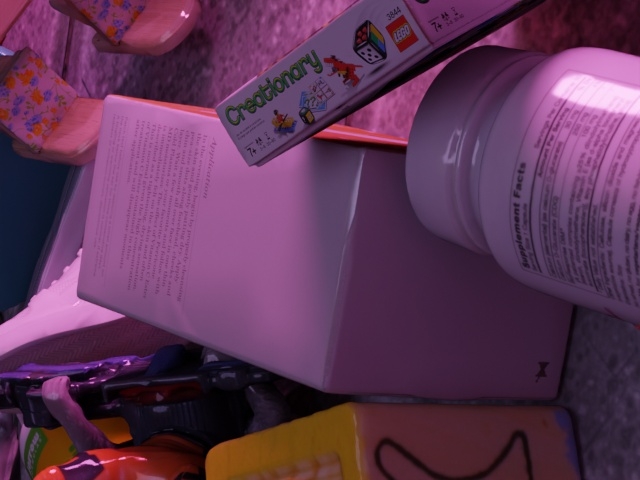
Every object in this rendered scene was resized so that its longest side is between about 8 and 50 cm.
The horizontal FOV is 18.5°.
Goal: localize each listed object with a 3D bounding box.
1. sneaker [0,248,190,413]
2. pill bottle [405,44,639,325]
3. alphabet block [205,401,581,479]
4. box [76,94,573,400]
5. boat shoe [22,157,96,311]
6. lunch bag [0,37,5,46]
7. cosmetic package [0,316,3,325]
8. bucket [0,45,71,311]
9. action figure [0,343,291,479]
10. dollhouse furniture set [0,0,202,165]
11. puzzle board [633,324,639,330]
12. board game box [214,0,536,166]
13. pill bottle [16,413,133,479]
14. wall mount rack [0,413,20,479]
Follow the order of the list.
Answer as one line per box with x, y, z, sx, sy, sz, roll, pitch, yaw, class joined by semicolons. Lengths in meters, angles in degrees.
-0.190;0.030;1.735;0.292;0.108;0.169;-25;51;4;sneaker
0.199;-0.030;1.197;0.283;0.160;0.160;20;102;42;pill bottle
0.056;0.221;1.379;0.193;0.197;0.192;-26;65;50;alphabet block
0.000;0.000;1.463;0.345;0.215;0.168;16;99;53;box
-0.217;0.029;1.855;0.109;0.094;0.302;-98;27;-60;boat shoe
-0.429;-0.229;2.127;0.293;0.120;0.258;44;121;60;lunch bag
-0.403;0.071;2.106;0.060;0.099;0.239;-52;48;38;cosmetic package
-0.365;-0.067;1.933;0.183;0.281;0.281;35;114;48;bucket
-0.163;0.190;1.575;0.341;0.330;0.178;-4;112;29;action figure
-0.225;-0.316;1.696;0.256;0.362;0.394;10;61;55;dollhouse furniture set
0.254;0.040;1.286;0.128;0.011;0.096;45;122;46;puzzle board
0.092;-0.158;1.295;0.193;0.305;0.053;-31;91;48;board game box
-0.190;0.201;1.767;0.245;0.136;0.136;49;125;44;pill bottle
-0.366;0.305;1.871;0.304;0.130;0.350;-83;-1;-52;wall mount rack
